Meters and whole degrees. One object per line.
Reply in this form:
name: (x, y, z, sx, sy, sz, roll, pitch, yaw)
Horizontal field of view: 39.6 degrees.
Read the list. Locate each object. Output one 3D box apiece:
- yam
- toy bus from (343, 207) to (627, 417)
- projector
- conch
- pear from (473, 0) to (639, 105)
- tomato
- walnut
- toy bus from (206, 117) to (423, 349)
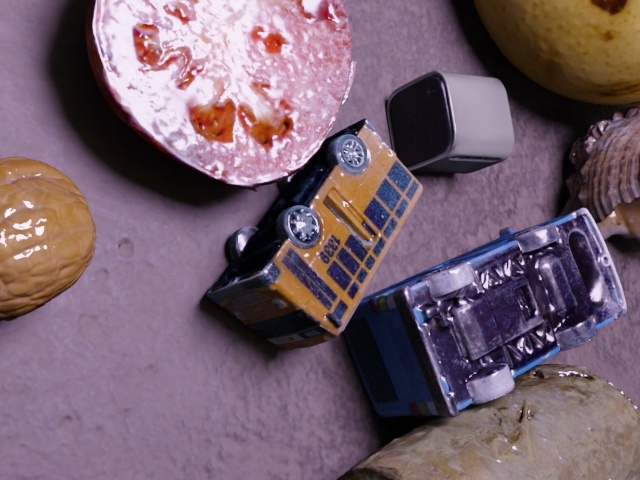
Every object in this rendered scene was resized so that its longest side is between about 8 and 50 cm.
yam: (0.125, 0.215, 0.707, 0.304, 0.168, 0.168, -18, 89, -39)
toy bus: (0.145, 0.061, 0.780, 0.234, 0.133, 0.116, -21, 88, -34)
projector: (0.123, -0.110, 0.840, 0.082, 0.083, 0.083, -1, 78, -38)
conch: (0.345, -0.064, 0.936, 0.163, 0.245, 0.178, 41, 82, 6)
pear: (0.327, -0.309, 0.907, 0.348, 0.348, 0.348, 11, 72, -35)
tomato: (-0.084, -0.146, 0.690, 0.225, 0.085, 0.225, 2, 86, -36)
walnut: (-0.198, 0.000, 0.561, 0.124, 0.105, 0.105, -17, 88, -43)
toy bus: (0.000, 0.000, 0.715, 0.103, 0.091, 0.182, 46, 53, -18)
